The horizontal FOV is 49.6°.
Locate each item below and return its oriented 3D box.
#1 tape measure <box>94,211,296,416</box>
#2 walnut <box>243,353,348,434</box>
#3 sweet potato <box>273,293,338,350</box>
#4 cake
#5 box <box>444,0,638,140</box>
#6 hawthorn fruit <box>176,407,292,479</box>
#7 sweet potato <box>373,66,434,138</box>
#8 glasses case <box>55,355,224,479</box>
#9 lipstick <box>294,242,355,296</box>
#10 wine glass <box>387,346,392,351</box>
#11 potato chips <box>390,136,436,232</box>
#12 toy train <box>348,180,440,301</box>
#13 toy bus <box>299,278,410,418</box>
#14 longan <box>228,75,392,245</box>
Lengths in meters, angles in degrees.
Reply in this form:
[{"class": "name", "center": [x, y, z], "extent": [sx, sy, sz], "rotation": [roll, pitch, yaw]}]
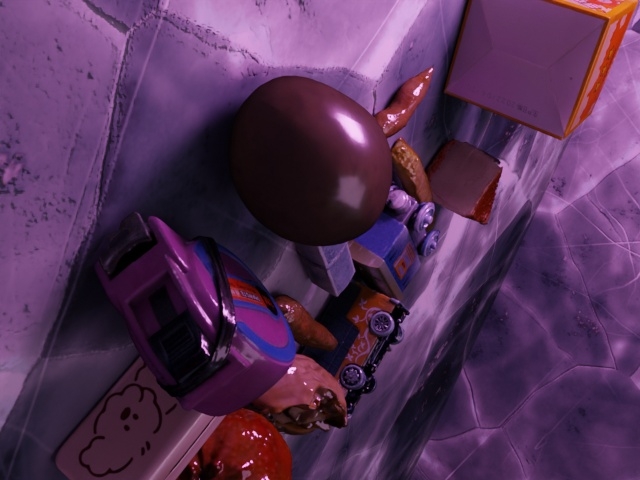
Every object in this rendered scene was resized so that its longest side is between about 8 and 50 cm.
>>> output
[{"class": "tape measure", "center": [-0.150, 0.098, 0.881], "extent": [0.149, 0.245, 0.231], "rotation": [-37, 154, 8]}, {"class": "walnut", "center": [-0.045, 0.298, 1.348], "extent": [0.238, 0.204, 0.141], "rotation": [117, -23, -61]}, {"class": "sweet potato", "center": [-0.039, 0.168, 1.345], "extent": [0.075, 0.075, 0.273], "rotation": [-57, 150, -8]}, {"class": "cake", "center": [0.337, -0.094, 1.710], "extent": [0.159, 0.158, 0.262], "rotation": [-46, 153, -21]}, {"class": "box", "center": [0.455, -0.401, 1.447], "extent": [0.214, 0.283, 0.259], "rotation": [-35, 145, -47]}, {"class": "hawthorn fruit", "center": [-0.166, 0.436, 1.184], "extent": [0.287, 0.287, 0.330], "rotation": [-54, 162, -16]}, {"class": "sweet potato", "center": [0.152, -0.250, 1.303], "extent": [0.218, 0.051, 0.065], "rotation": [-49, 151, -24]}, {"class": "glasses case", "center": [-0.212, 0.226, 0.999], "extent": [0.336, 0.144, 0.076], "rotation": [-52, 156, -22]}, {"class": "lipstick", "center": [0.000, 0.000, 1.246], "extent": [0.077, 0.076, 0.289], "rotation": [-51, 154, -18]}, {"class": "wine glass", "center": [0.069, 0.328, 1.706], "extent": [0.231, 0.103, 0.103], "rotation": [-49, 153, -18]}, {"class": "potato chips", "center": [0.220, -0.098, 1.575], "extent": [0.057, 0.080, 0.407], "rotation": [-46, 153, -7]}, {"class": "toy train", "center": [0.161, 0.010, 1.506], "extent": [0.202, 0.131, 0.299], "rotation": [-55, 155, -9]}, {"class": "toy bus", "center": [0.061, 0.235, 1.513], "extent": [0.275, 0.167, 0.138], "rotation": [-61, 156, -6]}, {"class": "longan", "center": [-0.013, -0.109, 0.938], "extent": [0.215, 0.246, 0.246], "rotation": [-24, 152, 1]}]
